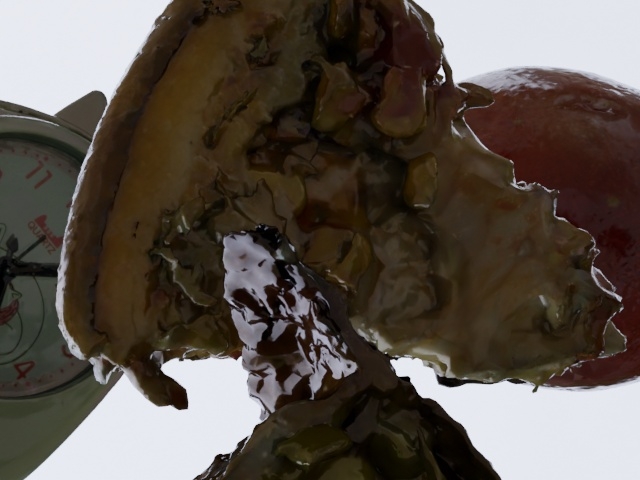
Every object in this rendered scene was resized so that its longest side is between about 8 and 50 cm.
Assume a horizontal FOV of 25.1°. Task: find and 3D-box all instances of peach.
[{"bbox_3d":[0.229,-0.009,1.519,0.310,0.406,0.335,-23,-47,-45],"label":"peach"}]

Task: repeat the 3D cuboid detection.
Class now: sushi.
[{"bbox_3d":[0.010,0.159,0.538,0.166,0.179,0.296,16,-115,-14],"label":"sushi"}]

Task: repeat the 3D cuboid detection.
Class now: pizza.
[{"bbox_3d":[0.000,0.000,0.685,0.251,0.074,0.288,-40,-91,-19],"label":"pizza"}]

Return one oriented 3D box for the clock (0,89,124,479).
[{"bbox_3d":[-0.256,0.028,1.145,0.324,0.108,0.265,-41,-78,-24],"label":"clock"}]
